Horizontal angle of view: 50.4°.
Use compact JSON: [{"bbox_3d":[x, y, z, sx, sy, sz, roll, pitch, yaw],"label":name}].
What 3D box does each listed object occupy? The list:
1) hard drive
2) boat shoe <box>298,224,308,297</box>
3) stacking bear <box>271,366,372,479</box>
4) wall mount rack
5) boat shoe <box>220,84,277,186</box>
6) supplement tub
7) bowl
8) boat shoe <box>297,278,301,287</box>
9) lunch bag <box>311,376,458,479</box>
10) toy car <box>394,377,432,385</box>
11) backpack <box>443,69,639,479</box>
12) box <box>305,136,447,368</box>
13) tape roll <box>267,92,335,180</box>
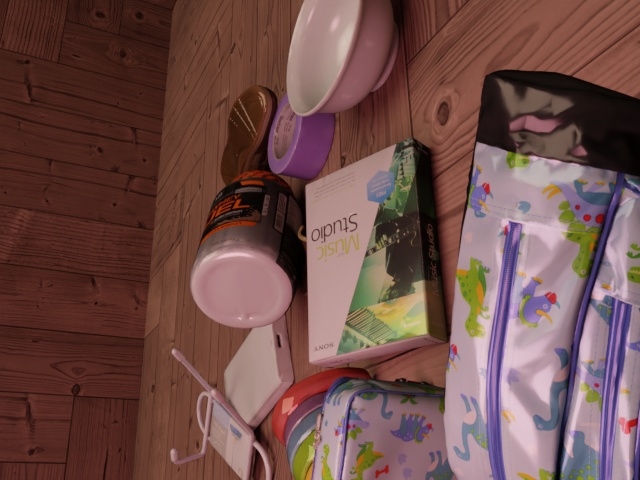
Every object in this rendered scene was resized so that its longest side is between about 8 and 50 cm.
[{"bbox_3d":[-0.148,0.310,1.564,0.307,0.040,0.203,-55,34,41],"label":"hard drive"},{"bbox_3d":[-0.002,-0.004,1.299,0.257,0.095,0.095,-69,27,22],"label":"boat shoe"},{"bbox_3d":[0.048,0.340,1.000,0.289,0.164,0.175,48,125,54],"label":"stacking bear"},{"bbox_3d":[-0.240,0.411,1.514,0.350,0.130,0.304,26,114,50],"label":"wall mount rack"},{"bbox_3d":[-0.153,-0.252,1.688,0.123,0.123,0.342,56,145,25],"label":"boat shoe"},{"bbox_3d":[-0.142,0.004,1.416,0.338,0.207,0.207,-87,20,-56],"label":"supplement tub"},{"bbox_3d":[0.054,-0.362,1.270,0.298,0.134,0.298,-38,47,56],"label":"bowl"},{"bbox_3d":[-0.073,0.080,1.491,0.046,0.038,0.125,62,173,-20],"label":"boat shoe"},{"bbox_3d":[0.099,0.263,0.828,0.090,0.219,0.176,175,103,-66],"label":"lunch bag"},{"bbox_3d":[0.135,0.253,0.958,0.040,0.060,0.122,79,-175,-48],"label":"toy car"},{"bbox_3d":[0.226,0.072,0.552,0.273,0.290,0.355,32,112,36],"label":"backpack"},{"bbox_3d":[0.077,0.023,1.078,0.232,0.058,0.322,-22,61,38],"label":"box"},{"bbox_3d":[-0.045,-0.232,1.501,0.189,0.080,0.189,-35,51,58],"label":"tape roll"}]
